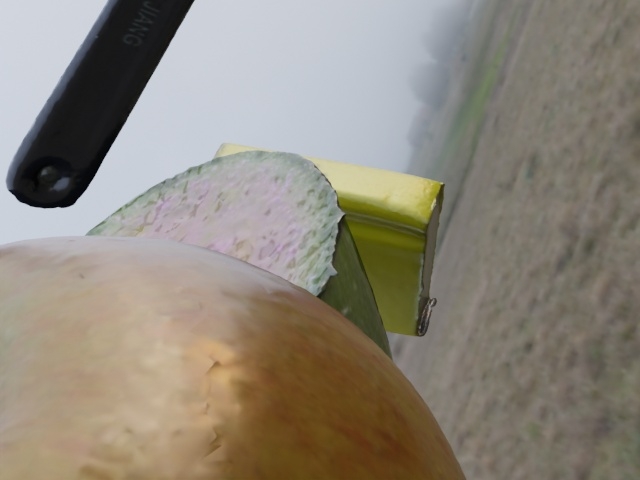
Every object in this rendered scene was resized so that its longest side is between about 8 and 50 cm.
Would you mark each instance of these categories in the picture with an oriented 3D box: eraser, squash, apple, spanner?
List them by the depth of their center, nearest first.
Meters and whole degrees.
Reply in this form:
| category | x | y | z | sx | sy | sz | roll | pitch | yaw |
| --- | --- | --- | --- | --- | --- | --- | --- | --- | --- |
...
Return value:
| category | x | y | z | sx | sy | sz | roll | pitch | yaw |
| --- | --- | --- | --- | --- | --- | --- | --- | --- | --- |
| spanner | -0.035 | -0.088 | 0.343 | 0.208 | 0.046 | 0.012 | -54 | 39 | 23 |
| apple | -0.113 | 0.181 | 0.514 | 0.333 | 0.400 | 0.400 | 54 | -130 | -51 |
| squash | -0.044 | 0.137 | 0.969 | 0.309 | 0.310 | 0.310 | 52 | -134 | -36 |
| eraser | 0.000 | 0.000 | 1.117 | 0.069 | 0.226 | 0.158 | -69 | -15 | -46 |
